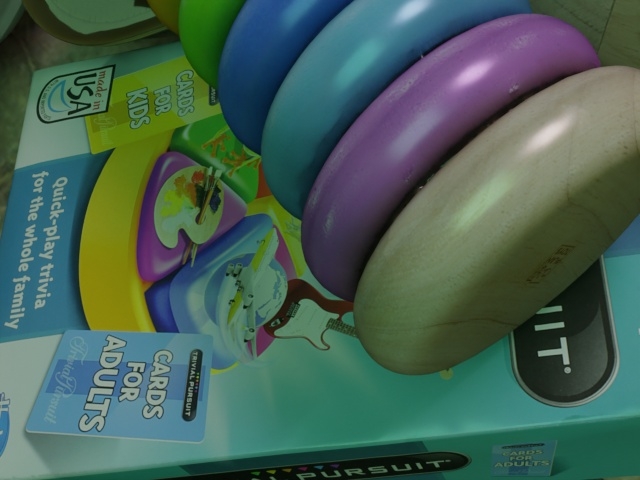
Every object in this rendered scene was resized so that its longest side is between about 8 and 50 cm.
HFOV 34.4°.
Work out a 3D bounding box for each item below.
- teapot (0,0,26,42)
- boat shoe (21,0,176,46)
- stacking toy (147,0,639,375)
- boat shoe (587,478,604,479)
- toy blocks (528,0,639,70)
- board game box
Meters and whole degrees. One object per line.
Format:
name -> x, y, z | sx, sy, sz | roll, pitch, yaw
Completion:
teapot -> -0.239, -0.191, 0.596 | 0.256, 0.187, 0.253 | -45, 52, 28
boat shoe -> -0.014, -0.178, 0.573 | 0.302, 0.098, 0.109 | -17, 97, 1
stacking toy -> -0.018, -0.109, 0.424 | 0.141, 0.141, 0.330 | -45, 69, 11
boat shoe -> 0.000, 0.155, 0.573 | 0.324, 0.123, 0.116 | 15, 129, 28
toy blocks -> 0.265, -0.133, 0.440 | 0.381, 0.261, 0.191 | 28, 137, 20
board game box -> 0.000, 0.000, 0.527 | 0.335, 0.079, 0.254 | -9, 57, 14
